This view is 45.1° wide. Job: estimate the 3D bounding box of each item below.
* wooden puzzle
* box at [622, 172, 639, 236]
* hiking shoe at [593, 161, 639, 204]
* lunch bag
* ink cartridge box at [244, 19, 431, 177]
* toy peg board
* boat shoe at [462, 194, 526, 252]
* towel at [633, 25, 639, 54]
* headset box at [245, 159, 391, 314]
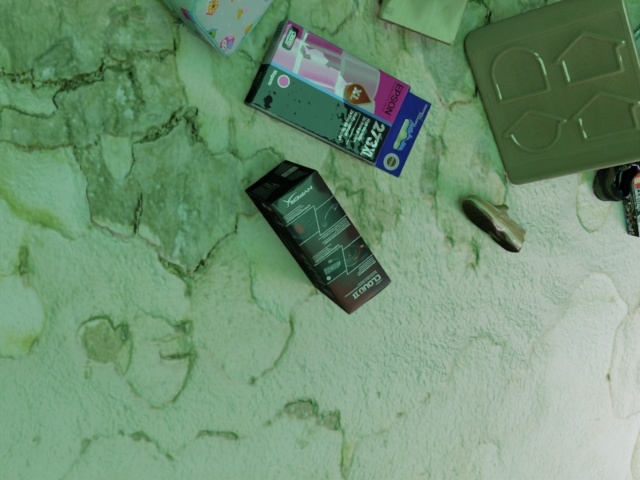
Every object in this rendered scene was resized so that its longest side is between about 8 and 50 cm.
[{"bbox_3d":[0.500,-0.311,1.592,0.080,0.322,0.347,-41,115,-53],"label":"wooden puzzle"},{"bbox_3d":[0.828,-0.119,1.838,0.233,0.044,0.159,-19,106,-15],"label":"box"},{"bbox_3d":[0.684,-0.195,1.736,0.086,0.114,0.226,-4,102,-19],"label":"hiking shoe"},{"bbox_3d":[-0.150,-0.471,1.350,0.108,0.224,0.279,37,89,14],"label":"lunch bag"},{"bbox_3d":[0.050,-0.273,1.535,0.371,0.069,0.175,23,92,-24],"label":"ink cartridge box"},{"bbox_3d":[0.211,-0.491,1.550,0.161,0.079,0.161,19,93,-5],"label":"toy peg board"},{"bbox_3d":[0.385,-0.052,1.695,0.190,0.068,0.072,40,74,-31],"label":"boat shoe"},{"bbox_3d":[0.765,-0.429,1.773,0.113,0.023,0.152,-45,113,-4],"label":"towel"},{"bbox_3d":[0.000,0.000,1.483,0.110,0.218,0.293,-38,110,-8],"label":"headset box"}]
